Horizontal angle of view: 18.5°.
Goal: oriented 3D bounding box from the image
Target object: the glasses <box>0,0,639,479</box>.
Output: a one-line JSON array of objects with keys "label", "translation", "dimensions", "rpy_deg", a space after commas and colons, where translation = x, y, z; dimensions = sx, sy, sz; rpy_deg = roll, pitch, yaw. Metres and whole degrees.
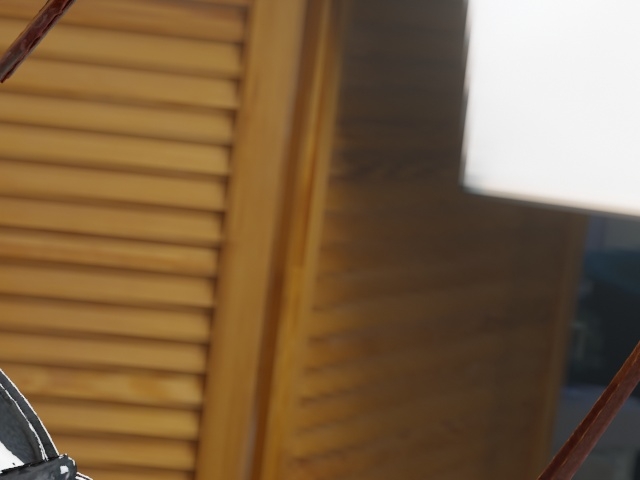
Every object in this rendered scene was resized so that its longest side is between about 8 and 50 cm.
[{"label": "glasses", "translation": [0.000, 0.000, 0.614], "dimensions": [0.234, 0.268, 0.118], "rpy_deg": [38, 14, -8]}]
